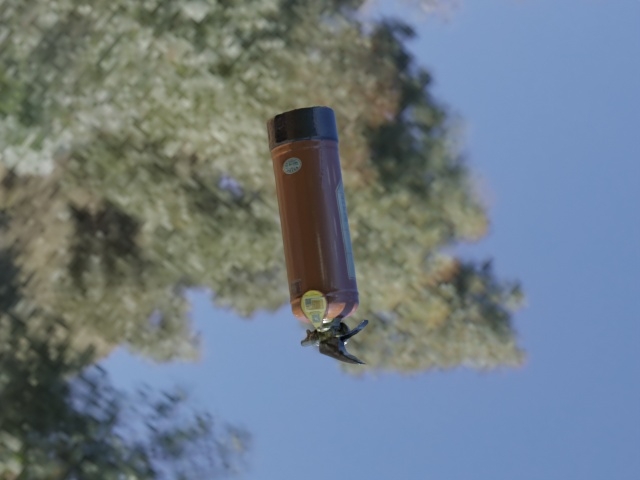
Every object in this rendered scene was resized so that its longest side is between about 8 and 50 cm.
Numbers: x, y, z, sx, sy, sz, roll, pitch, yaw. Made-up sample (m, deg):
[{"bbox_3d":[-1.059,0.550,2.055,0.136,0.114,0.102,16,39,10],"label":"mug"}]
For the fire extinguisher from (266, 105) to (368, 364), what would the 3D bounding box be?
[{"bbox_3d":[0.000,0.000,1.005,0.062,0.050,0.177,-18,-104,42],"label":"fire extinguisher"}]
